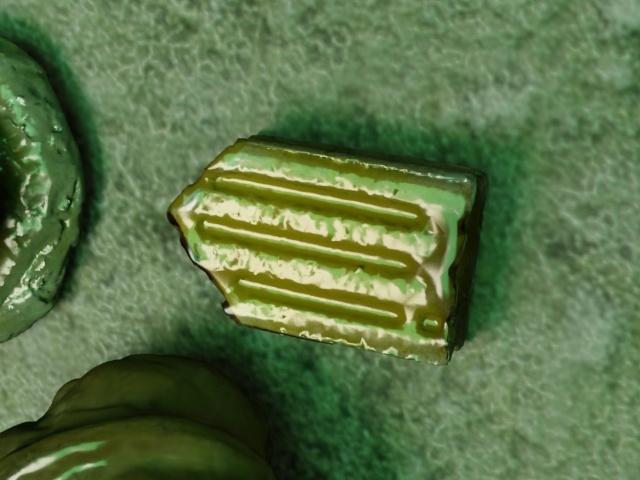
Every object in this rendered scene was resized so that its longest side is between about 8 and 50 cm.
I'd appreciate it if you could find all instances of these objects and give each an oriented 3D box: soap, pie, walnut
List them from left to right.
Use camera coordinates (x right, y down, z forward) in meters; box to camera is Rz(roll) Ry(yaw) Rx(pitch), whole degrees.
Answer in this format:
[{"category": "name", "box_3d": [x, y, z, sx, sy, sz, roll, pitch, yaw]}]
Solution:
[{"category": "pie", "box_3d": [-0.344, -0.054, 1.275, 0.306, 0.071, 0.306, 3, 99, 18]}, {"category": "walnut", "box_3d": [-0.161, 0.245, 1.161, 0.277, 0.282, 0.253, -29, 104, 12]}, {"category": "soap", "box_3d": [0.000, 0.000, 1.164, 0.258, 0.080, 0.160, 11, 101, 16]}]
